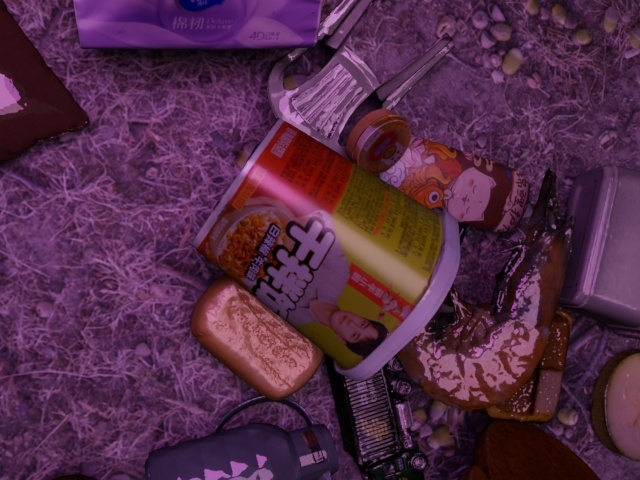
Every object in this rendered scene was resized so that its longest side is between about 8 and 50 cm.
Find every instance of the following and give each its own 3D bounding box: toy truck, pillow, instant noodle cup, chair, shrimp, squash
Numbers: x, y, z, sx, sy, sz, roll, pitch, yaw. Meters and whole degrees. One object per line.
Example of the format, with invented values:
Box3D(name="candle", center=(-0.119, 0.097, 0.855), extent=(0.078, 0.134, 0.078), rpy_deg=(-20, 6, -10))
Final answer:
Box3D(name="toy truck", center=(0.095, 0.292, 0.987), extent=(0.121, 0.088, 0.259), rpy_deg=(-13, 91, -18))
Box3D(name="pillow", center=(-0.541, -0.217, 0.805), extent=(0.307, 0.108, 0.306), rpy_deg=(-34, 103, -12))
Box3D(name="instant noodle cup", center=(0.000, 0.000, 0.852), extent=(0.307, 0.294, 0.294), rpy_deg=(34, 80, -10))
Box3D(name="chair", center=(0.057, -0.278, 0.942), extent=(0.203, 0.191, 0.275), rpy_deg=(42, 107, -11))
Box3D(name="shrimp", center=(0.280, 0.060, 0.983), extent=(0.271, 0.085, 0.445), rpy_deg=(29, 83, 4))
Box3D(name="squash", center=(0.641, 0.329, 1.171), extent=(0.219, 0.041, 0.220), rpy_deg=(2, 84, -19))

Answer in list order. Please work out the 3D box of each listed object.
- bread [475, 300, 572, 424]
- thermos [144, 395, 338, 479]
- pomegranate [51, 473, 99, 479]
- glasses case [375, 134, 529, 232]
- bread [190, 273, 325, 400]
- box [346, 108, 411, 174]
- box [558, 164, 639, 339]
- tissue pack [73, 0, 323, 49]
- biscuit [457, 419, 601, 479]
Box3D(name="bread", center=(0.358, 0.216, 1.061), extent=(0.181, 0.096, 0.223), rpy_deg=(15, 84, -17))
Box3D(name="thermos", center=(-0.119, 0.346, 0.905), extent=(0.286, 0.145, 0.182), rpy_deg=(-13, 59, -18))
Box3D(name="pomegranate", center=(-0.364, 0.409, 0.819), extent=(0.125, 0.163, 0.138), rpy_deg=(31, 103, 3))
Box3D(name="glasses case", center=(0.225, -0.100, 1.029), extent=(0.320, 0.082, 0.122), rpy_deg=(14, 96, -18))
Box3D(name="bread", center=(-0.098, 0.146, 0.927), extent=(0.147, 0.098, 0.217), rpy_deg=(-45, 101, -9))
Box3D(name="box", center=(0.091, -0.153, 0.908), extent=(0.105, 0.106, 0.037), rpy_deg=(-29, 56, -15))
Box3D(name="box", center=(0.557, 0.012, 1.090), extent=(0.182, 0.175, 0.312), rpy_deg=(16, 85, -7))
Box3D(name="tissue pack", center=(-0.175, -0.393, 0.836), extent=(0.337, 0.160, 0.242), rpy_deg=(-6, 49, -16))
Box3D(name="biscuit", center=(0.365, 0.466, 0.938), extent=(0.350, 0.394, 0.070), rpy_deg=(26, 120, -8))
